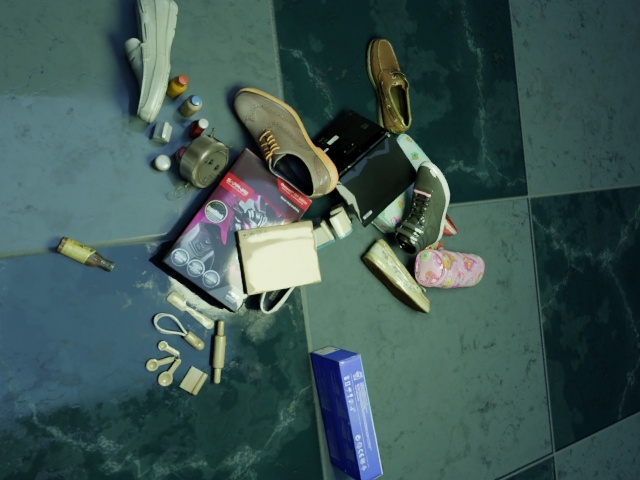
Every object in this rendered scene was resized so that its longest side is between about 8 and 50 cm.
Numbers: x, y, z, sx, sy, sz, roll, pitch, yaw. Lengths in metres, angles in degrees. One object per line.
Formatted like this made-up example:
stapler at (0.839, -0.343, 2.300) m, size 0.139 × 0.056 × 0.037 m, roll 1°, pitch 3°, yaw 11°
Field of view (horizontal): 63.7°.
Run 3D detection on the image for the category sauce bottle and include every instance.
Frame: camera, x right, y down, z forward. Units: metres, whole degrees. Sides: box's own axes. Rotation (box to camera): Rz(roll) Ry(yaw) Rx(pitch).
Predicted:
sauce bottle at (-0.545, 0.035, 1.201) m, size 0.128 × 0.042 × 0.042 m, roll 31°, pitch 74°, yaw -27°

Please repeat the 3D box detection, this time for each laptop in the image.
laptop at (0.106, -0.215, 1.492) m, size 0.234 × 0.264 × 0.137 m, roll -42°, pitch 145°, yaw -14°

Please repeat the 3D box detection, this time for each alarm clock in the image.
alarm clock at (-0.299, -0.180, 1.295) m, size 0.064 × 0.129 × 0.192 m, roll 37°, pitch 85°, yaw 18°

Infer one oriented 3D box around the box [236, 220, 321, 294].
box at (-0.104, 0.043, 1.318) m, size 0.201 × 0.021 × 0.165 m, roll -9°, pitch 89°, yaw -22°

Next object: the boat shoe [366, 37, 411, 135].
boat shoe at (0.228, -0.485, 1.606) m, size 0.110 × 0.104 × 0.308 m, roll -16°, pitch 96°, yaw -28°

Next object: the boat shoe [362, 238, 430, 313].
boat shoe at (0.254, 0.118, 1.603) m, size 0.285 × 0.104 × 0.089 m, roll 45°, pitch 72°, yaw -19°

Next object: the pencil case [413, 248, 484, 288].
pencil case at (0.412, 0.091, 1.642) m, size 0.284 × 0.124 × 0.124 m, roll 4°, pitch 86°, yaw -48°

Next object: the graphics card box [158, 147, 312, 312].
graphics card box at (-0.215, -0.027, 1.342) m, size 0.232 × 0.094 × 0.371 m, roll 39°, pitch 73°, yaw -16°

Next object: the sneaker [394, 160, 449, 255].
sneaker at (0.284, -0.075, 1.476) m, size 0.146 × 0.104 × 0.296 m, roll -38°, pitch 139°, yaw -29°

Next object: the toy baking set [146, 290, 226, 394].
toy baking set at (-0.334, 0.265, 1.316) m, size 0.196 × 0.030 × 0.257 m, roll 11°, pitch 83°, yaw -28°

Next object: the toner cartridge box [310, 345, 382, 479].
toner cartridge box at (0.071, 0.484, 1.458) m, size 0.075 × 0.165 × 0.348 m, roll -13°, pitch 95°, yaw -28°

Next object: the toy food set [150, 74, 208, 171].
toy food set at (-0.347, -0.283, 1.282) m, size 0.111 × 0.104 × 0.233 m, roll 16°, pitch 81°, yaw -28°

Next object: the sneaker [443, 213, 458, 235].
sneaker at (0.357, -0.044, 1.693) m, size 0.221 × 0.128 × 0.087 m, roll 29°, pitch 30°, yaw -48°

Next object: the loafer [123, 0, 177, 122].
loafer at (-0.422, -0.444, 1.250) m, size 0.111 × 0.112 × 0.320 m, roll 8°, pitch 77°, yaw -23°

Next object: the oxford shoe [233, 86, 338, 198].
oxford shoe at (-0.106, -0.258, 1.346) m, size 0.363 × 0.130 × 0.132 m, roll 45°, pitch 31°, yaw 4°

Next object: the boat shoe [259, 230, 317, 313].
boat shoe at (-0.084, 0.084, 1.379) m, size 0.095 × 0.084 × 0.258 m, roll 25°, pitch 97°, yaw -4°

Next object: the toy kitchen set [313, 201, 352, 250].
toy kitchen set at (0.000, 0.000, 1.492) m, size 0.207 × 0.166 × 0.122 m, roll -25°, pitch 103°, yaw 10°

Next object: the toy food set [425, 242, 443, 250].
toy food set at (0.383, 0.040, 1.724) m, size 0.082 × 0.020 × 0.084 m, roll -22°, pitch 99°, yaw -28°

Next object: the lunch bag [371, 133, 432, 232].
lunch bag at (0.228, -0.165, 1.595) m, size 0.224 × 0.107 × 0.279 m, roll 42°, pitch 71°, yaw -25°
